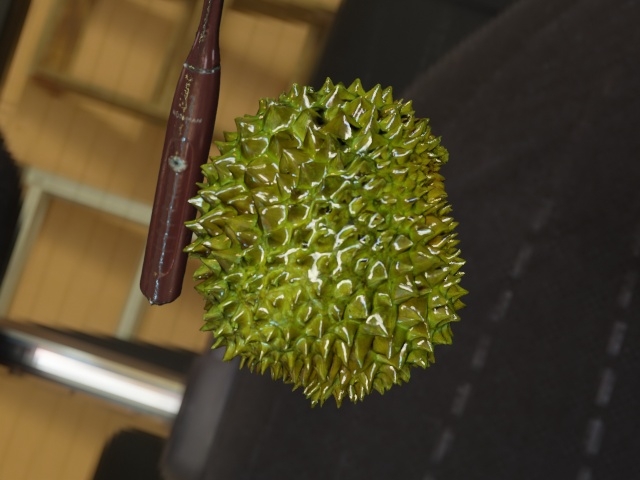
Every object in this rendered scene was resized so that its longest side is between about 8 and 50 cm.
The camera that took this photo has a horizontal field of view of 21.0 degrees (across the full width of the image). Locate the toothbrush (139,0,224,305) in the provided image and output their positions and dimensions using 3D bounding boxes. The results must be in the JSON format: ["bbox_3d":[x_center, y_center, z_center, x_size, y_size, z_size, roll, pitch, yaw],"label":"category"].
[{"bbox_3d":[-0.107,-0.097,1.436,0.041,0.041,0.364,-73,-2,-56],"label":"toothbrush"}]

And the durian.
[{"bbox_3d":[0.000,-0.004,1.264,0.200,0.177,0.236,-14,66,47],"label":"durian"}]
